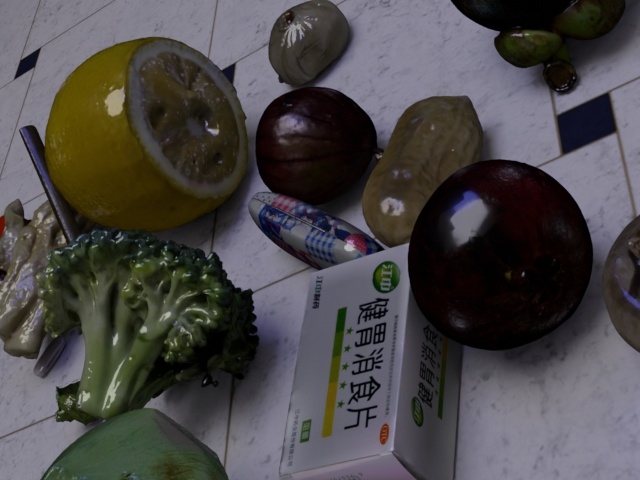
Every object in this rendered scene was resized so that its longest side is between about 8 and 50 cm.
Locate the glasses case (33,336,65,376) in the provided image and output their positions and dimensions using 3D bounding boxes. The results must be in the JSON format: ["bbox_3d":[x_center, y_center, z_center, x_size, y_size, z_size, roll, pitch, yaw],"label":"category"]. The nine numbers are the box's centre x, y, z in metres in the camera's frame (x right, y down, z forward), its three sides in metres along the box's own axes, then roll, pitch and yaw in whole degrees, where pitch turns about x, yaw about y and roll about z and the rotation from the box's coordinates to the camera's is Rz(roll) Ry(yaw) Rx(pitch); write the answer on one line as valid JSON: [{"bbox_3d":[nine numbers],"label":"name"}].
[{"bbox_3d":[-0.503,0.215,2.049,0.032,0.021,0.083,10,64,51],"label":"glasses case"}]

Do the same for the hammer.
[{"bbox_3d":[-0.479,-0.051,2.041,0.043,0.111,0.365,-42,69,50],"label":"hammer"}]

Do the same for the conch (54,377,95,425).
[{"bbox_3d":[-0.405,0.264,1.862,0.089,0.074,0.121,36,56,17],"label":"conch"}]

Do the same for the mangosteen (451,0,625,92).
[{"bbox_3d":[0.335,-0.410,1.641,0.306,0.359,0.306,-26,8,4],"label":"mangosteen"}]

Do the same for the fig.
[{"bbox_3d":[0.023,-0.156,1.758,0.250,0.186,0.203,0,36,34],"label":"fig"}]

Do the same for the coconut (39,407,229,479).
[{"bbox_3d":[-0.236,0.371,1.390,0.281,0.328,0.328,-23,43,25],"label":"coconut"}]

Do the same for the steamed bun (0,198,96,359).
[{"bbox_3d":[-0.563,0.037,2.131,0.247,0.189,0.428,128,162,-56],"label":"steamed bun"}]

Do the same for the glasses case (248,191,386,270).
[{"bbox_3d":[0.000,0.000,1.670,0.076,0.125,0.327,-53,37,-10],"label":"glasses case"}]

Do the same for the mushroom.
[{"bbox_3d":[0.415,0.031,1.193,0.226,0.178,0.226,-19,41,18],"label":"mushroom"}]

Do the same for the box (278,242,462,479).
[{"bbox_3d":[0.074,0.176,1.421,0.173,0.145,0.332,-17,45,30],"label":"box"}]

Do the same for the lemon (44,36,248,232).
[{"bbox_3d":[-0.335,-0.174,1.982,0.364,0.364,0.364,-26,41,25],"label":"lemon"}]

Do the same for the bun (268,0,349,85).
[{"bbox_3d":[-0.035,-0.381,2.068,0.167,0.113,0.173,-23,40,29],"label":"bun"}]

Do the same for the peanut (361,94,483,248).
[{"bbox_3d":[0.142,-0.089,1.605,0.159,0.143,0.291,-21,38,43],"label":"peanut"}]

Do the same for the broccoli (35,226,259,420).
[{"bbox_3d":[-0.261,0.134,1.627,0.293,0.348,0.280,3,68,52],"label":"broccoli"}]

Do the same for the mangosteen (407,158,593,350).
[{"bbox_3d":[0.203,0.007,1.376,0.235,0.235,0.261,-48,31,-2],"label":"mangosteen"}]
